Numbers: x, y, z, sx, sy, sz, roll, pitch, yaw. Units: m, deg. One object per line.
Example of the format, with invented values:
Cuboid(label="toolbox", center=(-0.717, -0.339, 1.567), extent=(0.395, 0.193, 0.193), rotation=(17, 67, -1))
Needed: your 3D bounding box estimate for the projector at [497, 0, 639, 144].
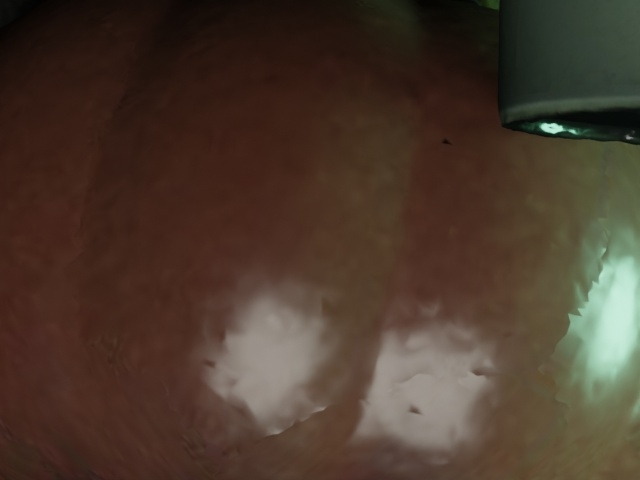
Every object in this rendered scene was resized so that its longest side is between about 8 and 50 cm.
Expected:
Cuboid(label="projector", center=(0.101, -0.193, 0.407), extent=(0.108, 0.108, 0.337), rotation=(1, 88, -2))

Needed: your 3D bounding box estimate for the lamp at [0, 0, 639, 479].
Cuboid(label="lamp", center=(0.000, 0.000, 0.569), extent=(0.306, 0.239, 0.305), rotation=(9, 170, 2))
